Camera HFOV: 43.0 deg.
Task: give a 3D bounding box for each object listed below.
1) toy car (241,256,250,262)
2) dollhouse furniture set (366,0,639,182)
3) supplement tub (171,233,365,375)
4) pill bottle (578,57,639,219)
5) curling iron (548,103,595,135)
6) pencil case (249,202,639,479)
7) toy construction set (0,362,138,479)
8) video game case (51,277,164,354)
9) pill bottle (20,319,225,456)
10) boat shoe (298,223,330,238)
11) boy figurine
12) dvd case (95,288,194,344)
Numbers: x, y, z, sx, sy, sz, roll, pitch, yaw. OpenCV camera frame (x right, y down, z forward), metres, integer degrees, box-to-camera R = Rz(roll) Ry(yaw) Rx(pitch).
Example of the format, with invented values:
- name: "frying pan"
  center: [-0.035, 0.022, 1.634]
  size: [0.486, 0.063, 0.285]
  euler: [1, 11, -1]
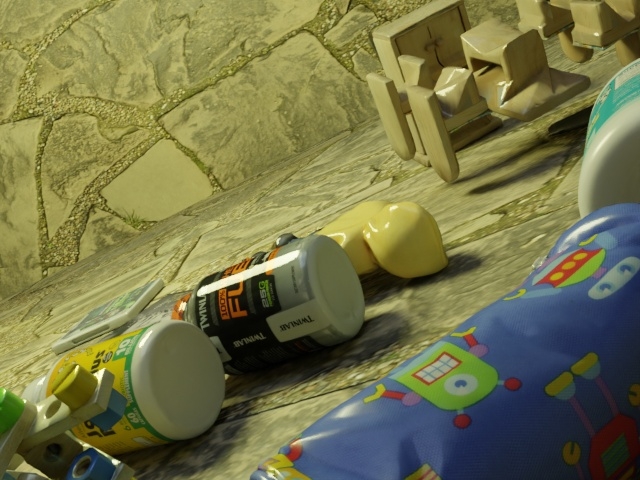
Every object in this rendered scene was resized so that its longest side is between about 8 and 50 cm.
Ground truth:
- name: "toy car"
  center: [-0.103, 0.074, 1.211]
  size: [0.040, 0.060, 0.122]
  euler: [14, 26, -14]
- name: "dollhouse furniture set"
  center: [0.271, -0.232, 1.321]
  size: [0.362, 0.257, 0.394]
  euler: [-30, 28, -11]
- name: "supplement tub"
  center: [-0.059, 0.075, 0.866]
  size: [0.190, 0.117, 0.117]
  euler: [-22, 13, 26]
- name: "pill bottle"
  center: [0.291, -0.073, 0.660]
  size: [0.146, 0.146, 0.264]
  euler: [-21, 12, 27]
- name: "curling iron"
  center: [0.442, -0.196, 1.140]
  size: [0.068, 0.035, 0.274]
  euler: [-9, -10, -45]
- name: "pencil case"
  center: [0.102, 0.090, 0.436]
  size: [0.306, 0.119, 0.133]
  euler: [-33, 37, -27]
- name: "toy construction set"
  center: [-0.286, 0.218, 0.667]
  size: [0.327, 0.151, 0.215]
  euler: [-25, 34, 51]
- name: "video game case"
  center: [-0.405, 0.143, 1.564]
  size: [0.173, 0.022, 0.190]
  euler: [-24, 12, 15]
- name: "pill bottle"
  center: [-0.210, 0.160, 0.831]
  size: [0.208, 0.118, 0.117]
  euler: [-19, 14, 32]
- name: "boat shoe"
  center: [0.000, 0.000, 1.218]
  size: [0.135, 0.050, 0.045]
  euler: [-21, 19, 26]
- name: "boy figurine"
  center: [0.041, 0.009, 0.992]
  size: [0.285, 0.092, 0.177]
  euler: [-14, 17, 45]
- name: "dvd case"
  center: [-0.256, 0.124, 1.330]
  size: [0.164, 0.018, 0.221]
  euler: [-36, 15, -38]
